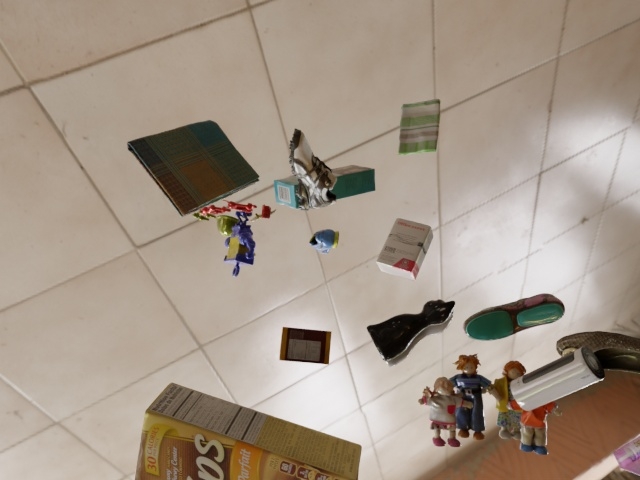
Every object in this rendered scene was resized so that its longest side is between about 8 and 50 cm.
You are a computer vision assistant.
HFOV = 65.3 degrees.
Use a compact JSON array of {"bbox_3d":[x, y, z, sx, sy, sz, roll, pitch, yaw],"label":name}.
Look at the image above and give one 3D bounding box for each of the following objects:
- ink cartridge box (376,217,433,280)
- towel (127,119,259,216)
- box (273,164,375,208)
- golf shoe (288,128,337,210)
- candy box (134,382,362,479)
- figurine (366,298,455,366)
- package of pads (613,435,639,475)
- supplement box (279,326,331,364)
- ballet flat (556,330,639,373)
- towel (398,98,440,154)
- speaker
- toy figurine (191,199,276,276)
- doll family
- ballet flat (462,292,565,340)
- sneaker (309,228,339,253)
[{"bbox_3d":[0.379,0.037,2.222,0.237,0.172,0.100,-63,149,-18],"label":"ink cartridge box"},{"bbox_3d":[-0.379,-0.236,1.545,0.040,0.271,0.370,-39,180,37],"label":"towel"},{"bbox_3d":[0.014,-0.138,1.253,0.244,0.100,0.060,-16,112,-31],"label":"box"},{"bbox_3d":[-0.013,-0.151,1.057,0.094,0.077,0.198,-2,136,11],"label":"golf shoe"},{"bbox_3d":[-0.114,0.357,0.754,0.316,0.087,0.183,16,106,6],"label":"candy box"},{"bbox_3d":[0.235,0.221,1.229,0.209,0.092,0.215,-28,157,2],"label":"figurine"},{"bbox_3d":[0.444,0.281,0.668,0.050,0.032,0.083,25,120,-28],"label":"package of pads"},{"bbox_3d":[-0.064,0.427,2.005,0.194,0.129,0.191,6,165,-3],"label":"supplement box"},{"bbox_3d":[0.533,0.202,0.842,0.084,0.250,0.058,60,42,-41],"label":"ballet flat"},{"bbox_3d":[0.266,-0.308,1.352,0.023,0.113,0.152,28,65,-54],"label":"towel"},{"bbox_3d":[0.376,0.224,0.800,0.055,0.055,0.136,11,139,-39],"label":"speaker"},{"bbox_3d":[-0.295,0.009,1.608,0.191,0.362,0.217,8,80,-33],"label":"toy figurine"},{"bbox_3d":[0.326,0.310,0.988,0.263,0.118,0.163,-1,96,10],"label":"doll family"},{"bbox_3d":[0.421,0.166,1.108,0.221,0.079,0.077,-16,105,6],"label":"ballet flat"},{"bbox_3d":[0.000,0.000,1.604,0.082,0.209,0.069,7,81,-9],"label":"sneaker"}]
